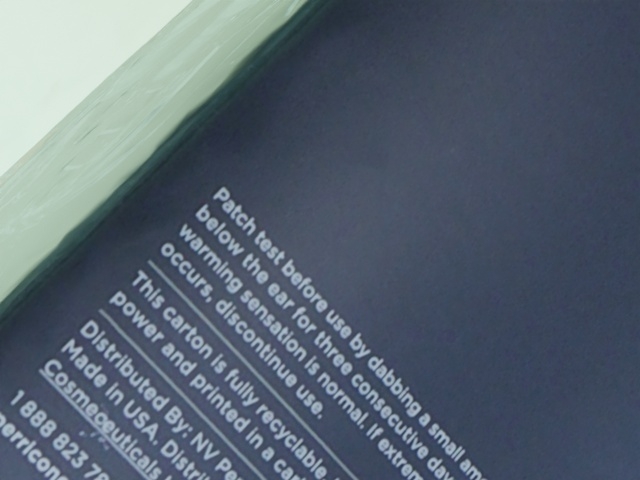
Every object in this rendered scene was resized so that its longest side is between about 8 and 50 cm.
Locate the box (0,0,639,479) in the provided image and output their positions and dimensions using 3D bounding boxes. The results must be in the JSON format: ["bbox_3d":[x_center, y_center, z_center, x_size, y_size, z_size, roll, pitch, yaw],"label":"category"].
[{"bbox_3d":[0.000,0.000,0.542,0.312,0.179,0.343,-46,-166,-17],"label":"box"}]
